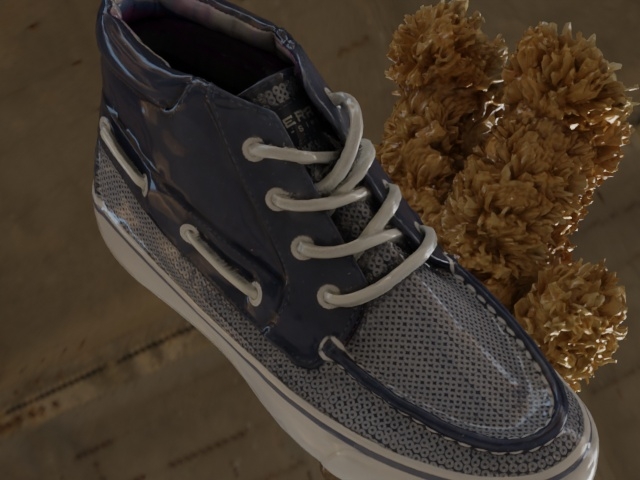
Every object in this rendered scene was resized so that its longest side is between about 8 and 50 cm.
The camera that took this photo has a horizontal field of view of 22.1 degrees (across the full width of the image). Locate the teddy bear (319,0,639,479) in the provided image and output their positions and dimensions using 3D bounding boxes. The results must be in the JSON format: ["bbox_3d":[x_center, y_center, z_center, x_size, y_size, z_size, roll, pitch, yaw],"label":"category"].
[{"bbox_3d":[0.070,0.027,0.949,0.245,0.113,0.338,37,-69,29],"label":"teddy bear"}]

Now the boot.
[{"bbox_3d":[0.000,0.000,0.462,0.190,0.069,0.086,33,-39,29],"label":"boot"}]
